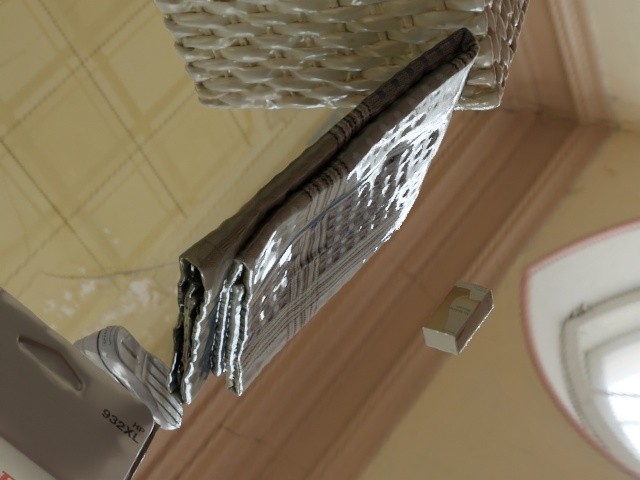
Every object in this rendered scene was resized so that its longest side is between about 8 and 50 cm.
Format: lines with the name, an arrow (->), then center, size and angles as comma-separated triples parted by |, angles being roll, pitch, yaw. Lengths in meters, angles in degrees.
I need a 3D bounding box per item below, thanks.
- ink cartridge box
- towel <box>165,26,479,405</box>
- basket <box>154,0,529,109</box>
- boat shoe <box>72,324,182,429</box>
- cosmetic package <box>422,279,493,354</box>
ink cartridge box -> -0.326, 0.204, 0.905 | 0.223, 0.307, 0.129 | 41, -152, -11
towel -> 0.000, 0.000, 0.895 | 0.324, 0.056, 0.312 | -41, -13, -25
basket -> 0.025, -0.308, 0.950 | 0.328, 0.331, 0.266 | 68, -150, -51
boat shoe -> -0.269, 0.193, 1.474 | 0.083, 0.076, 0.226 | -84, -22, -43
cosmetic package -> 0.209, 0.115, 1.587 | 0.115, 0.060, 0.041 | -48, -42, -35
